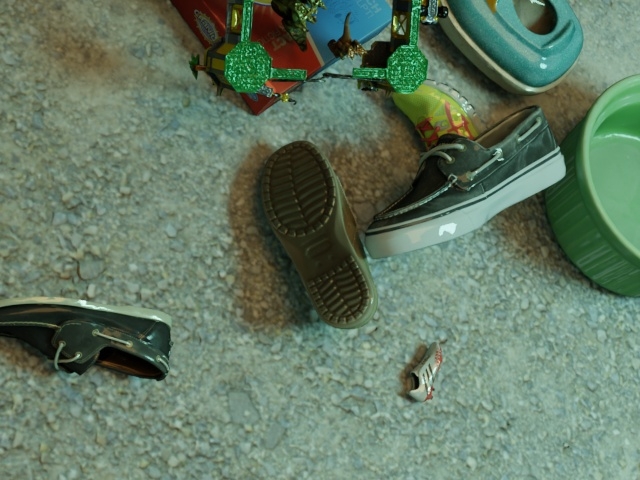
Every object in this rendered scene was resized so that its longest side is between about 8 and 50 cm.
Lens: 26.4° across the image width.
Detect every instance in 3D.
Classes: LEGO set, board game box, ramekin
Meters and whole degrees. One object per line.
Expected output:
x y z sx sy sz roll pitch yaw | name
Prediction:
-0.026 -0.295 1.697 0.331 0.192 0.255 -11 107 -25 | LEGO set
-0.084 -0.356 1.797 0.242 0.064 0.316 -38 91 -31 | board game box
0.461 -0.067 1.900 0.303 0.148 0.303 7 69 -19 | ramekin

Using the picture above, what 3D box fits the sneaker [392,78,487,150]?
0.172 -0.132 1.835 0.208 0.081 0.094 40 62 -9 | sneaker

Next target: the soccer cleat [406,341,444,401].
0.133 0.165 1.742 0.036 0.029 0.083 25 68 -21 | soccer cleat

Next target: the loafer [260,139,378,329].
0.000 0.000 1.701 0.102 0.092 0.268 -21 65 5 | loafer

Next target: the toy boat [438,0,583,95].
0.300 -0.375 1.942 0.267 0.148 0.318 45 60 -5 | toy boat

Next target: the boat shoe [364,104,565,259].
0.173 -0.079 1.741 0.335 0.121 0.119 -28 103 -36 | boat shoe

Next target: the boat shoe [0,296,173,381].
-0.276 0.109 1.530 0.233 0.084 0.079 11 68 -26 | boat shoe
